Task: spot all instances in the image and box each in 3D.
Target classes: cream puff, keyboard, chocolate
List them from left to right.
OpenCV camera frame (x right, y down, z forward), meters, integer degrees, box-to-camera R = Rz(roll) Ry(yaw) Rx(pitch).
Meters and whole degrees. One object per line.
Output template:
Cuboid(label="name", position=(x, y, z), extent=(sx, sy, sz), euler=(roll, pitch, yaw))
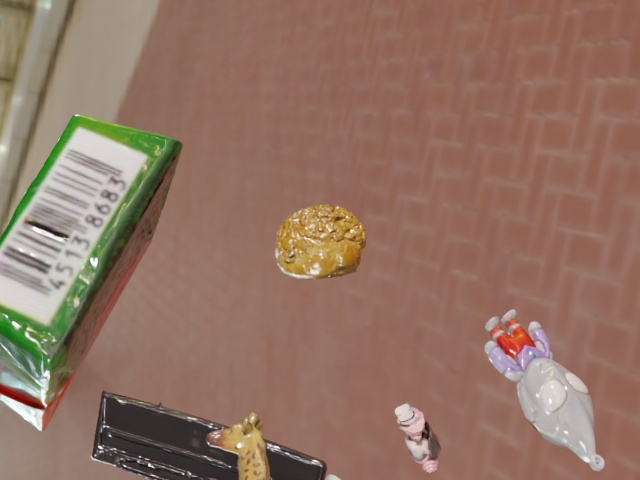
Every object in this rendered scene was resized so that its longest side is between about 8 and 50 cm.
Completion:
Cuboid(label="chocolate", position=(-0.349, 0.044, 1.727), extent=(0.360, 0.161, 0.341), euler=(-64, 3, -28))
Cuboid(label="keyboard", position=(-0.117, 0.224, 1.301), extent=(0.017, 0.250, 0.087), euler=(-33, -43, -71))
Cuboid(label="cream puff", position=(0.001, -0.002, 1.884), extent=(0.126, 0.144, 0.103), euler=(-133, 40, -60))

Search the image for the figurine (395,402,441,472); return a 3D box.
Cuboid(label="figurine", position=(0.167, 0.327, 2.115), extent=(0.072, 0.054, 0.129), euler=(59, 174, 51))

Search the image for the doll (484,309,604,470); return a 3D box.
Cuboid(label="doll", position=(0.284, 0.190, 1.579), extent=(0.227, 0.102, 0.075), euler=(59, 144, 21))

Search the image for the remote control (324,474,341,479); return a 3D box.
Cuboid(label="remote control", position=(-0.009, 0.425, 1.846), extent=(0.029, 0.065, 0.166), euler=(4, 60, 53))

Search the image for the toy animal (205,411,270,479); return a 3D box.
Cuboid(label="toy animal", position=(-0.067, 0.267, 1.011), extent=(0.054, 0.149, 0.275), euler=(59, -136, -49))
